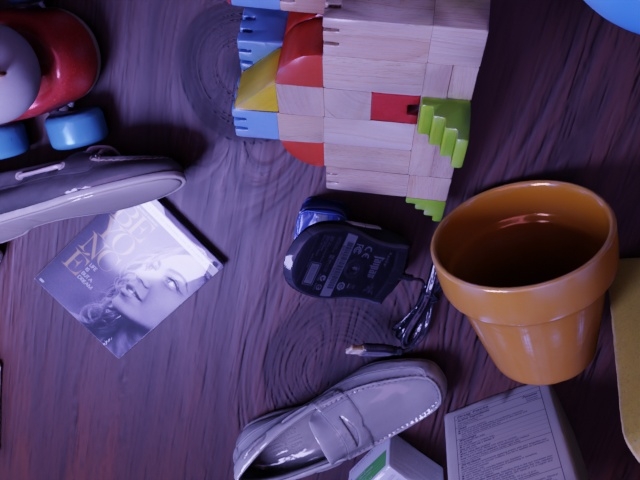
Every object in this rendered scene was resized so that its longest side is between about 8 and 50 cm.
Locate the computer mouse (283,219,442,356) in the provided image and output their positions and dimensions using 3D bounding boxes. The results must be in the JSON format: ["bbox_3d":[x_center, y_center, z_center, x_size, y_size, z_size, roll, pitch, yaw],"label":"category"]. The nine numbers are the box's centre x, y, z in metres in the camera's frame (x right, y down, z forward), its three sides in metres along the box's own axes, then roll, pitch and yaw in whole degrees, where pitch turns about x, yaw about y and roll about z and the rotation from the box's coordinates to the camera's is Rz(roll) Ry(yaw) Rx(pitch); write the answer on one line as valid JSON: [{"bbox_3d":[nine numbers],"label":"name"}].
[{"bbox_3d":[0.046,0.059,0.965,0.262,0.060,0.184,6,115,-34],"label":"computer mouse"}]

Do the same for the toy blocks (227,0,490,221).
[{"bbox_3d":[0.024,-0.168,0.818,0.261,0.190,0.381,6,153,5],"label":"toy blocks"}]

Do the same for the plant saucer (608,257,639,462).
[{"bbox_3d":[0.479,0.169,0.841,0.333,0.332,0.081,31,126,-4],"label":"plant saucer"}]

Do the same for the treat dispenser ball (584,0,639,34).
[{"bbox_3d":[0.351,-0.328,0.703,0.288,0.288,0.288,2,110,6],"label":"treat dispenser ball"}]

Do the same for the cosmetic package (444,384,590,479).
[{"bbox_3d":[0.246,0.312,0.941,0.160,0.309,0.113,-24,105,16],"label":"cosmetic package"}]

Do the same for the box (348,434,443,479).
[{"bbox_3d":[0.105,0.348,1.090,0.102,0.087,0.101,38,110,-6],"label":"box"}]

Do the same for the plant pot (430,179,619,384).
[{"bbox_3d":[0.252,0.062,0.921,0.205,0.205,0.188,-14,123,12],"label":"plant pot"}]

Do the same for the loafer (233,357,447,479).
[{"bbox_3d":[0.024,0.256,1.054,0.319,0.111,0.112,-28,104,16],"label":"loafer"}]

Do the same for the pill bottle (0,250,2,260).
[{"bbox_3d":[-0.500,0.010,1.056,0.116,0.065,0.065,35,110,-5],"label":"pill bottle"}]

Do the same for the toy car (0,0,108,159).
[{"bbox_3d":[-0.383,-0.189,0.876,0.210,0.238,0.219,-7,109,10],"label":"toy car"}]

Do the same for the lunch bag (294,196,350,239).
[{"bbox_3d":[0.000,0.000,0.988,0.067,0.065,0.098,7,110,5],"label":"lunch bag"}]

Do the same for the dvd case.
[{"bbox_3d":[-0.263,0.042,1.063,0.221,0.018,0.164,-40,100,18],"label":"dvd case"}]

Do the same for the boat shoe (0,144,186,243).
[{"bbox_3d":[-0.333,-0.074,0.976,0.335,0.112,0.095,-14,80,13],"label":"boat shoe"}]
